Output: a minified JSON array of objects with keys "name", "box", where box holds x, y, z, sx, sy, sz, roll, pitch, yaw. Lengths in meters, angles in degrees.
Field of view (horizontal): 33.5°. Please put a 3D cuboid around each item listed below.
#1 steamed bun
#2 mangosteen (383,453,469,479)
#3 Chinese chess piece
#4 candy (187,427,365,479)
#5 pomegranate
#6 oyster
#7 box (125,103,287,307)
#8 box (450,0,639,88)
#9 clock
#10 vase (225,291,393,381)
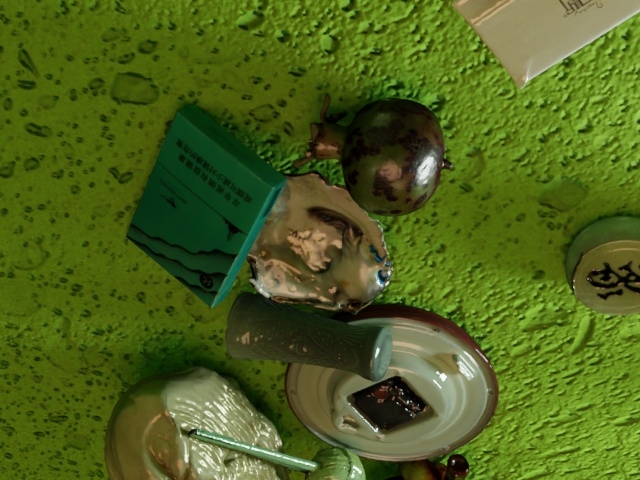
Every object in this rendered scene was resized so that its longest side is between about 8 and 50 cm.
[{"name":"steamed bun","box":[-0.204,0.340,1.598,0.203,0.275,0.289,-25,157,27]},{"name":"mangosteen","box":[0.164,0.456,1.691,0.228,0.228,0.265,27,96,-16]},{"name":"Chinese chess piece","box":[0.396,0.035,1.403,0.144,0.058,0.144,4,131,4]},{"name":"candy","box":[-0.062,0.323,1.570,0.336,0.092,0.093,26,156,-37]},{"name":"pomegranate","box":[0.071,-0.111,1.277,0.169,0.148,0.148,35,130,11]},{"name":"oyster","box":[0.000,0.000,1.400,0.214,0.083,0.222,17,130,-10]},{"name":"box","box":[-0.153,-0.041,1.367,0.161,0.042,0.226,39,129,12]},{"name":"box","box":[0.230,-0.303,0.993,0.203,0.274,0.116,-31,122,28]},{"name":"clock","box":[0.104,0.225,1.581,0.319,0.080,0.318,3,130,3]},{"name":"vase","box":[-0.014,0.137,1.469,0.219,0.096,0.096,10,133,21]}]
